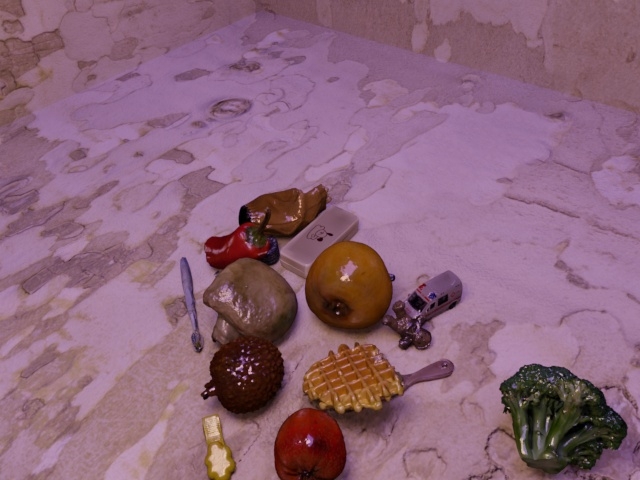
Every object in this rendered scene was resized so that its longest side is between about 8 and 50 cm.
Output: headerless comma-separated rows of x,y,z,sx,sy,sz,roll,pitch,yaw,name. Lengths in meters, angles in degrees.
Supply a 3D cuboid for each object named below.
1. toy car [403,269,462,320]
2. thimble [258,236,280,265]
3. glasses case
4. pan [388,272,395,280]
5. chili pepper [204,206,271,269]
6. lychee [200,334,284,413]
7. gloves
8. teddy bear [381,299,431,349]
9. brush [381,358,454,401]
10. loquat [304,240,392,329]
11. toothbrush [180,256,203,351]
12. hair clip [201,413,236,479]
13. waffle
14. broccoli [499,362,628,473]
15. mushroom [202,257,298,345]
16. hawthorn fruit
0.339,0.177,1.601,0.210,0.108,0.089,-24,50,-20,toy car
-0.195,0.039,1.800,0.105,0.066,0.095,-9,43,-3,thimble
0.000,0.000,1.828,0.131,0.070,0.313,27,51,27,glasses case
0.136,0.098,1.750,0.235,0.028,0.136,10,45,13,pan
-0.234,0.015,1.665,0.339,0.135,0.131,-19,58,43,chili pepper
-0.205,0.356,1.378,0.239,0.200,0.200,-20,46,-27,lychee
-0.122,-0.104,1.875,0.357,0.155,0.203,-21,27,-16,gloves
0.254,0.256,1.533,0.160,0.078,0.119,41,85,-5,teddy bear
0.232,0.378,1.429,0.313,0.067,0.072,-13,44,-14,brush
0.091,0.133,1.554,0.275,0.274,0.274,-1,44,1,loquat
-0.419,0.190,1.670,0.035,0.042,0.413,-14,43,-12,toothbrush
-0.258,0.523,1.306,0.072,0.046,0.173,-15,47,-8,hair clip
0.090,0.352,1.370,0.310,0.065,0.283,-1,20,35,waffle
0.557,0.423,1.237,0.295,0.265,0.245,25,61,-5,broccoli
-0.201,0.179,1.525,0.212,0.217,0.292,14,47,45,mushroom
-0.028,0.488,1.250,0.179,0.179,0.200,-4,28,-2,hawthorn fruit
